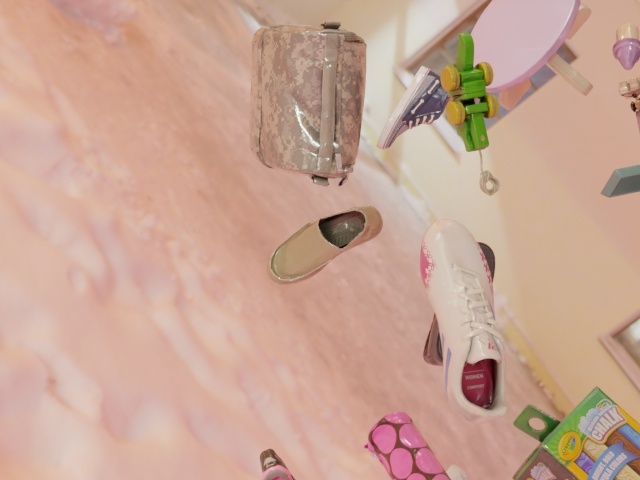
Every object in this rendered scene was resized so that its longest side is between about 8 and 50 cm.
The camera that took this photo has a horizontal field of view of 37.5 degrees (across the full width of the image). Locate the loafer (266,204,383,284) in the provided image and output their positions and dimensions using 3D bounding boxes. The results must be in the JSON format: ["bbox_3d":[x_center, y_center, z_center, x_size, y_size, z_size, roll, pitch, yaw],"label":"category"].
[{"bbox_3d":[0.000,0.000,1.958,0.102,0.268,0.092,60,5,17],"label":"loafer"}]

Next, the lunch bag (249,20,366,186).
[{"bbox_3d":[-0.017,-0.272,1.850,0.212,0.305,0.256,1,11,-15],"label":"lunch bag"}]

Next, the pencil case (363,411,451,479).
[{"bbox_3d":[0.159,0.397,1.597,0.209,0.098,0.095,55,0,40],"label":"pencil case"}]

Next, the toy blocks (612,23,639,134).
[{"bbox_3d":[0.678,-0.243,1.681,0.288,0.309,0.260,41,47,-40],"label":"toy blocks"}]

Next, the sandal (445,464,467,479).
[{"bbox_3d":[0.143,0.519,1.727,0.102,0.169,0.416,34,22,20],"label":"sandal"}]

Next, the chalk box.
[{"bbox_3d":[0.483,0.405,1.712,0.289,0.179,0.180,44,-31,19],"label":"chalk box"}]

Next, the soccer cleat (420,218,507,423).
[{"bbox_3d":[0.241,0.125,1.493,0.143,0.116,0.331,162,-82,-79],"label":"soccer cleat"}]

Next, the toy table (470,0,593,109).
[{"bbox_3d":[0.423,-0.390,1.865,0.161,0.274,0.252,22,33,-53],"label":"toy table"}]

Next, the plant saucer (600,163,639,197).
[{"bbox_3d":[0.563,-0.109,1.574,0.067,0.192,0.018,103,-30,-54],"label":"plant saucer"}]

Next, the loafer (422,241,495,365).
[{"bbox_3d":[0.300,0.141,2.116,0.109,0.302,0.095,30,-22,-16],"label":"loafer"}]

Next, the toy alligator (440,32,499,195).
[{"bbox_3d":[0.174,-0.146,1.108,0.051,0.056,0.190,-171,-111,-70],"label":"toy alligator"}]

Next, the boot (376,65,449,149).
[{"bbox_3d":[0.194,-0.252,1.911,0.086,0.190,0.069,32,10,4],"label":"boot"}]

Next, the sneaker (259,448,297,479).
[{"bbox_3d":[-0.057,0.331,1.315,0.119,0.047,0.057,73,-10,-46],"label":"sneaker"}]
